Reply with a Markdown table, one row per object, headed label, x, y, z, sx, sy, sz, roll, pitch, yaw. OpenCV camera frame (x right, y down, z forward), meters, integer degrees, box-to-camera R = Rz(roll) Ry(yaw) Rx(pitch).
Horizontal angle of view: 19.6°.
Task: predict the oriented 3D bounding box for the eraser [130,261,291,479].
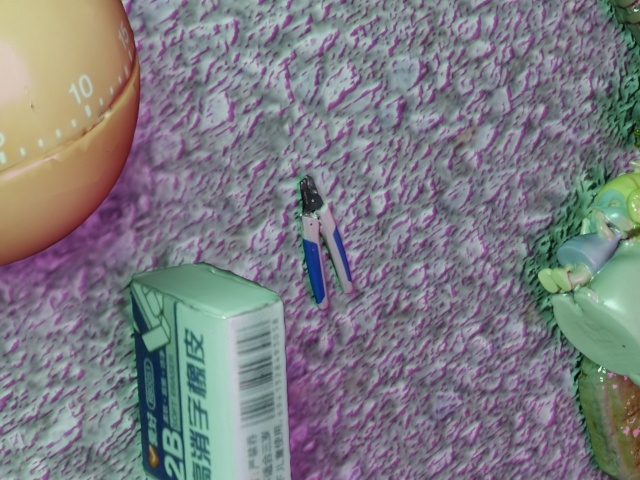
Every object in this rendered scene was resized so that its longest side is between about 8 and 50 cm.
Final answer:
| label | x | y | z | sx | sy | sz | roll | pitch | yaw |
| --- | --- | --- | --- | --- | --- | --- | --- | --- | --- |
| eraser | -0.079 | 0.132 | 1.379 | 0.068 | 0.124 | 0.210 | -16 | 112 | -38 |

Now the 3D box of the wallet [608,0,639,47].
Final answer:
| label | x | y | z | sx | sy | sz | roll | pitch | yaw |
| --- | --- | --- | --- | --- | --- | --- | --- | --- | --- |
| wallet | 0.293 | -0.247 | 1.649 | 0.118 | 0.038 | 0.153 | -55 | 131 | -22 |

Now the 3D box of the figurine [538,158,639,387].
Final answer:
| label | x | y | z | sx | sy | sz | roll | pitch | yaw |
| --- | --- | --- | --- | --- | --- | --- | --- | --- | --- |
| figurine | 0.312 | 0.002 | 1.681 | 0.155 | 0.127 | 0.235 | 42 | 65 | -3 |

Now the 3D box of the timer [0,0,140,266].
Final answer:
| label | x | y | z | sx | sy | sz | roll | pitch | yaw |
| --- | --- | --- | --- | --- | --- | --- | --- | --- | --- |
| timer | -0.225 | -0.101 | 1.118 | 0.229 | 0.229 | 0.215 | -35 | 126 | -29 |

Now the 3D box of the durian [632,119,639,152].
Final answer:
| label | x | y | z | sx | sy | sz | roll | pitch | yaw |
| --- | --- | --- | --- | --- | --- | --- | --- | --- | --- |
| durian | 0.337 | -0.126 | 1.664 | 0.208 | 0.146 | 0.102 | -23 | 83 | -47 |

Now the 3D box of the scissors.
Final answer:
| label | x | y | z | sx | sy | sz | roll | pitch | yaw |
| --- | --- | --- | --- | --- | --- | --- | --- | --- | --- |
| scissors | 0.000 | 0.000 | 1.484 | 0.039 | 0.012 | 0.113 | -32 | 121 | -30 |

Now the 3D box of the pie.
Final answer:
| label | x | y | z | sx | sy | sz | roll | pitch | yaw |
| --- | --- | --- | --- | --- | --- | --- | --- | --- | --- |
| pie | 0.323 | 0.139 | 1.780 | 0.195 | 0.046 | 0.195 | -13 | 111 | -36 |
